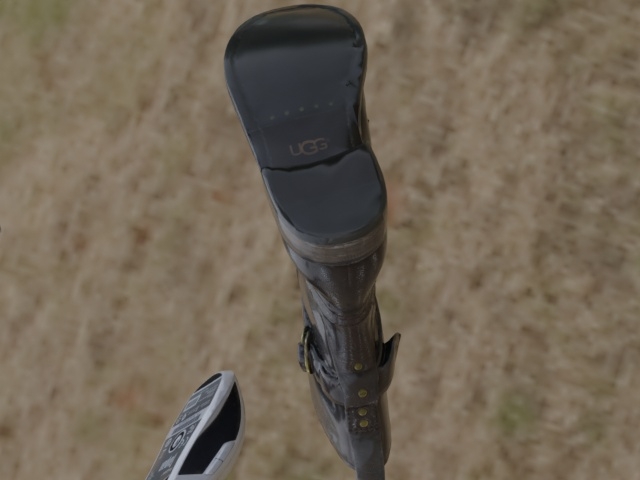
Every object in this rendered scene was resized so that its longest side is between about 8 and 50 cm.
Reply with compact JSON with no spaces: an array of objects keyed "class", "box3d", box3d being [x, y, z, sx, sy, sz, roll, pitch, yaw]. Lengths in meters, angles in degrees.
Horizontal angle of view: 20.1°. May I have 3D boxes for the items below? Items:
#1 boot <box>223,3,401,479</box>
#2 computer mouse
[{"class":"boot","box3d":[0.000,0.000,1.168,0.229,0.091,0.263,83,179,-46]},{"class":"computer mouse","box3d":[-0.092,0.170,1.199,0.106,0.042,0.193,-35,22,54]}]
